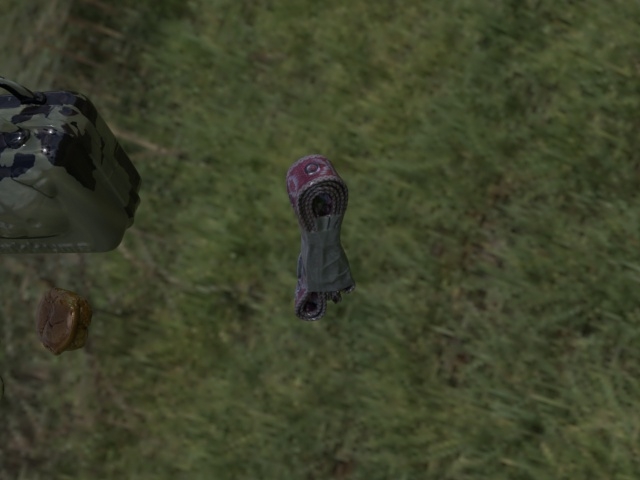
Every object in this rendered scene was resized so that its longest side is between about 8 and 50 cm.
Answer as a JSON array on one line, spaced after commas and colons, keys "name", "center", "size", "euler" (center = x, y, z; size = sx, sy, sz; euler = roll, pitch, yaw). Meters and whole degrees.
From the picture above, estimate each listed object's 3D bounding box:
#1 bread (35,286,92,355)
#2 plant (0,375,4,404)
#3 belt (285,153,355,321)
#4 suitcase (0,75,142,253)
[{"name": "bread", "center": [-0.305, 0.096, 1.753], "size": [0.081, 0.046, 0.083], "euler": [-50, 46, 31]}, {"name": "plant", "center": [-0.367, 0.110, 1.222], "size": [0.261, 0.297, 0.306], "euler": [-52, 44, 21]}, {"name": "belt", "center": [0.000, 0.000, 1.672], "size": [0.232, 0.071, 0.053], "euler": [90, 161, -47]}, {"name": "suitcase", "center": [-0.494, -0.117, 2.350], "size": [0.351, 0.339, 0.194], "euler": [-1, 51, 23]}]
